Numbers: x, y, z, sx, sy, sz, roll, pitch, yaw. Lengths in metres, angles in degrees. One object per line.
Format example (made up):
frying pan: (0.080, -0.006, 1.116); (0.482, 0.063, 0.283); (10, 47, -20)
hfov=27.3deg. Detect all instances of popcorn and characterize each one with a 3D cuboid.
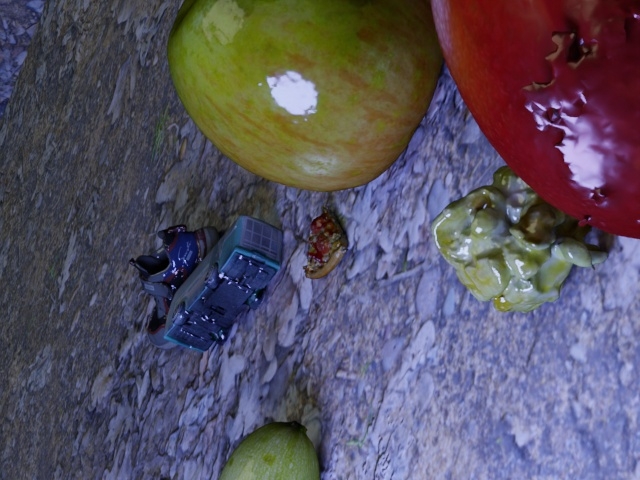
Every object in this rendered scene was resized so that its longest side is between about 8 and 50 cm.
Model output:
popcorn: (0.190, 0.001, 1.248); (0.141, 0.162, 0.136); (-73, -23, -53)

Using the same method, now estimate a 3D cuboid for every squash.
squash: (-0.075, 0.335, 1.595); (0.132, 0.132, 0.247); (22, 98, 64)

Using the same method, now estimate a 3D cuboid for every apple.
apple: (-0.020, -0.233, 1.577); (0.339, 0.339, 0.340); (-40, 43, 51)

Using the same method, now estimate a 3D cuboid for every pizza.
pizza: (-0.003, 0.015, 1.727); (0.099, 0.029, 0.100); (-61, 29, 31)

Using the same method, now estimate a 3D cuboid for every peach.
peach: (0.242, -0.186, 0.972); (0.370, 0.370, 0.370); (-40, 43, 51)

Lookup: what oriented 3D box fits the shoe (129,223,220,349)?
shoe: (-0.245, 0.070, 2.088); (0.228, 0.125, 0.099); (-65, 30, 20)

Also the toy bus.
toy bus: (-0.144, 0.069, 1.930); (0.261, 0.091, 0.109); (-45, 29, 46)
